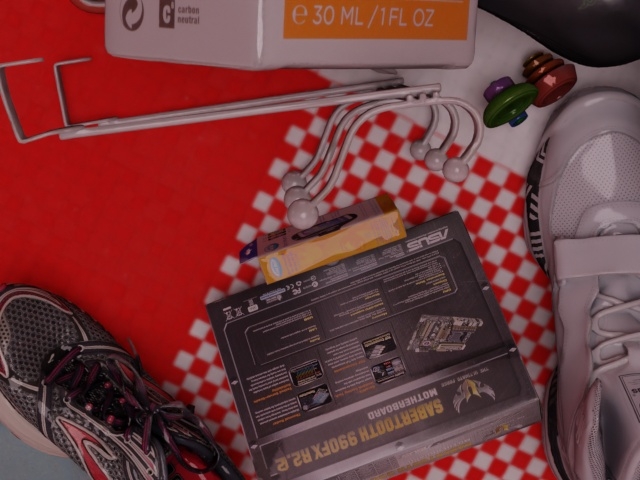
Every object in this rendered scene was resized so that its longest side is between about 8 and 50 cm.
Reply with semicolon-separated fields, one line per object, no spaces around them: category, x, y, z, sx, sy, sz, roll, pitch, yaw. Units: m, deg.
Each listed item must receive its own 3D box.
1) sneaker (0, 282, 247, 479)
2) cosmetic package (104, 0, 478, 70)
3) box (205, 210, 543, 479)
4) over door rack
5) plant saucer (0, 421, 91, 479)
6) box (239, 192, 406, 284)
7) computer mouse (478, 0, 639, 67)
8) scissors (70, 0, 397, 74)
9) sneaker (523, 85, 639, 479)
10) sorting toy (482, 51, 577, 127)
sneaker;-0.159;0.144;1.040;0.299;0.112;0.121;45;58;-10
cosmetic package;-0.007;-0.346;0.860;0.230;0.161;0.453;-10;106;-46
box;0.041;0.099;1.039;0.231;0.056;0.183;-21;62;1
over door rack;-0.058;-0.077;0.959;0.324;0.239;0.108;3;97;-3
plant saucer;-0.271;0.217;1.106;0.195;0.037;0.195;0;102;-2
box;0.000;0.000;1.056;0.136;0.081;0.028;-21;102;2
computer mouse;0.140;-0.219;0.954;0.272;0.072;0.188;31;104;24
scissors;-0.070;-0.215;1.039;0.297;0.021;0.109;12;98;-4
sneaker;0.251;0.065;1.016;0.137;0.210;0.366;-4;101;-3
sorting toy;0.163;-0.127;1.052;0.102;0.061;0.042;-21;70;-33
